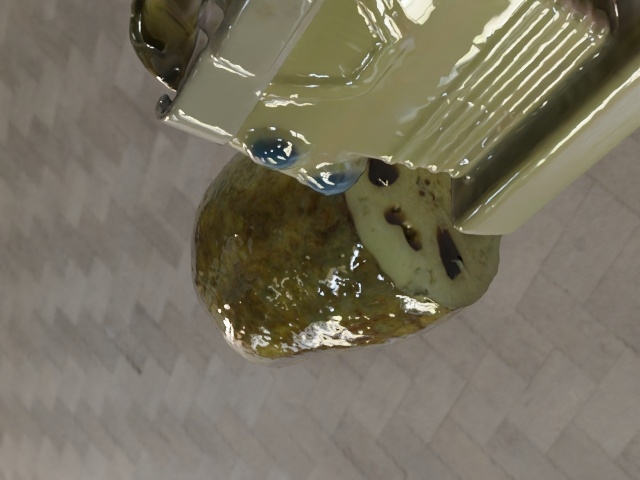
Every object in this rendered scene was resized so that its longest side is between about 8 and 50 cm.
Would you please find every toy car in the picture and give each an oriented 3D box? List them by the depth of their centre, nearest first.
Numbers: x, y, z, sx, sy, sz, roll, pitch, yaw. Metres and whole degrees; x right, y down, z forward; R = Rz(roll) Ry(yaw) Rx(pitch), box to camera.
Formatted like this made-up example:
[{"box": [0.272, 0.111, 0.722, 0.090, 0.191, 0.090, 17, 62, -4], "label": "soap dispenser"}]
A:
[{"box": [0.052, -0.200, 0.511, 0.242, 0.226, 0.336, -49, 28, 48], "label": "toy car"}]

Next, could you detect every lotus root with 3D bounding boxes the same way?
[{"box": [0.000, 0.000, 0.963, 0.346, 0.250, 0.250, -31, 80, 54], "label": "lotus root"}]
